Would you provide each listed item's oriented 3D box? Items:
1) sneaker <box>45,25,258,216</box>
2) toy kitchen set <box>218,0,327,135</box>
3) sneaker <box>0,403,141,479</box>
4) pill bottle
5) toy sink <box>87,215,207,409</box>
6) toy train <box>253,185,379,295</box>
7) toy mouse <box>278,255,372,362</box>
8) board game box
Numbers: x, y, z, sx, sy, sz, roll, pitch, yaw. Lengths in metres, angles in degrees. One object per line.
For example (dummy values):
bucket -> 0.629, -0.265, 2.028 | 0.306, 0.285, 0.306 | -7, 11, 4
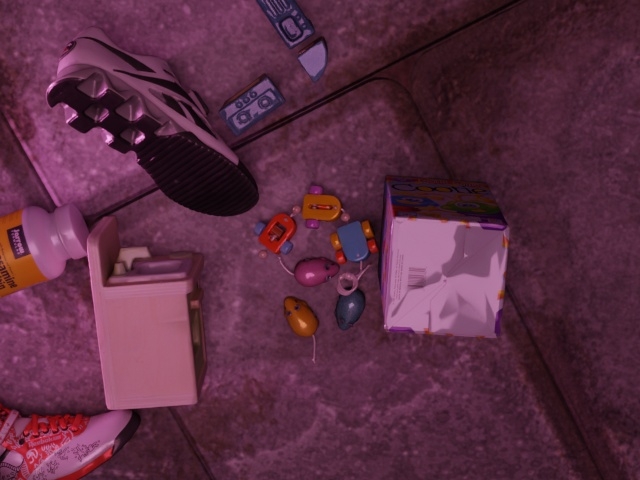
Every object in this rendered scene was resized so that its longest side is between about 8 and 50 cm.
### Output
sneaker -> -0.198, -0.162, 1.836 | 0.122, 0.146, 0.330 | -26, 129, 34
toy kitchen set -> -0.102, -0.262, 1.804 | 0.166, 0.122, 0.207 | -34, 101, 8
sneaker -> -0.395, 0.274, 1.956 | 0.270, 0.090, 0.145 | -31, 104, 10
pill bottle -> -0.407, 0.015, 1.886 | 0.184, 0.103, 0.103 | -20, 103, 6
toy sink -> -0.223, 0.088, 1.878 | 0.131, 0.153, 0.234 | -5, 103, 2
toy train -> 0.000, 0.000, 1.895 | 0.166, 0.046, 0.125 | 32, 91, 17
toy mouse -> 0.012, 0.074, 1.932 | 0.143, 0.031, 0.161 | -30, 102, 8
board game box -> 0.151, 0.014, 1.790 | 0.142, 0.275, 0.144 | 4, 104, 0
